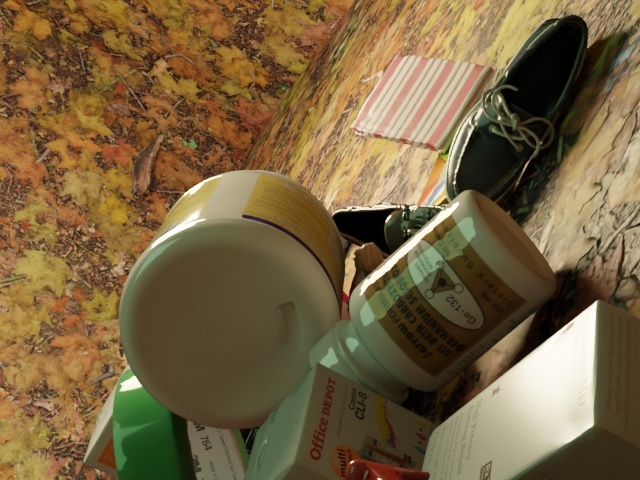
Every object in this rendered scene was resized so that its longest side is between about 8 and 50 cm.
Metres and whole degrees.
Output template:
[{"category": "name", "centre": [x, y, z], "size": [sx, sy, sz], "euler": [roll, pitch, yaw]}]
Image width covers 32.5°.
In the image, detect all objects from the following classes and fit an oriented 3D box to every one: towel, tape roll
[{"category": "towel", "centre": [0.144, -0.196, 1.562], "size": [0.197, 0.029, 0.144], "euler": [19, 72, 47]}, {"category": "tape roll", "centre": [-0.154, 0.300, 1.349], "size": [0.077, 0.321, 0.321], "euler": [-18, 21, 6]}]

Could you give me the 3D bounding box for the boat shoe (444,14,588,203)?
[{"category": "boat shoe", "centre": [0.227, -0.144, 1.253], "size": [0.254, 0.095, 0.079], "euler": [-53, 0, -4]}]

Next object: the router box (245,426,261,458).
[{"category": "router box", "centre": [-0.080, 0.277, 1.672], "size": [0.092, 0.038, 0.122], "euler": [114, 180, -70]}]

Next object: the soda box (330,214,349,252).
[{"category": "soda box", "centre": [0.000, 0.000, 1.962], "size": [0.058, 0.063, 0.183], "euler": [-64, 12, -12]}]

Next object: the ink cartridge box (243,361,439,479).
[{"category": "ink cartridge box", "centre": [0.029, 0.226, 1.013], "size": [0.127, 0.176, 0.128], "euler": [-53, 14, 36]}]

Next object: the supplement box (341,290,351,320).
[{"category": "supplement box", "centre": [-0.022, 0.157, 1.493], "size": [0.114, 0.111, 0.220], "euler": [-28, 27, 28]}]

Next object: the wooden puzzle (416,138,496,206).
[{"category": "wooden puzzle", "centre": [0.181, -0.087, 1.425], "size": [0.221, 0.044, 0.238], "euler": [-46, 20, 53]}]

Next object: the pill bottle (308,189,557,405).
[{"category": "pill bottle", "centre": [0.102, 0.071, 1.061], "size": [0.229, 0.131, 0.131], "euler": [-43, 17, 18]}]

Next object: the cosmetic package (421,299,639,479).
[{"category": "cosmetic package", "centre": [0.166, 0.156, 0.819], "size": [0.231, 0.085, 0.117], "euler": [-52, 16, 44]}]

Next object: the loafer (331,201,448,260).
[{"category": "loafer", "centre": [0.098, -0.003, 1.362], "size": [0.267, 0.084, 0.096], "euler": [-168, 85, -65]}]

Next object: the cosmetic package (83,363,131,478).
[{"category": "cosmetic package", "centre": [-0.200, 0.225, 1.897], "size": [0.453, 0.230, 0.161], "euler": [-59, 12, 18]}]

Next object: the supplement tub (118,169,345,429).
[{"category": "supplement tub", "centre": [-0.091, 0.051, 1.304], "size": [0.241, 0.241, 0.331], "euler": [-58, 6, 16]}]

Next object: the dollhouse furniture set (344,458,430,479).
[{"category": "dollhouse furniture set", "centre": [0.025, 0.308, 0.818], "size": [0.374, 0.152, 0.201], "euler": [-52, 27, 36]}]

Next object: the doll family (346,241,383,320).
[{"category": "doll family", "centre": [0.084, 0.099, 1.262], "size": [0.263, 0.118, 0.163], "euler": [-83, 7, -61]}]

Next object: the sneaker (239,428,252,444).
[{"category": "sneaker", "centre": [-0.160, 0.310, 1.772], "size": [0.283, 0.124, 0.107], "euler": [-60, 12, 5]}]
